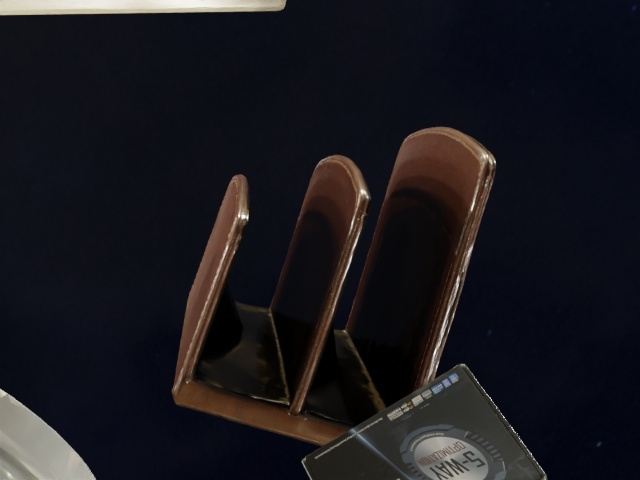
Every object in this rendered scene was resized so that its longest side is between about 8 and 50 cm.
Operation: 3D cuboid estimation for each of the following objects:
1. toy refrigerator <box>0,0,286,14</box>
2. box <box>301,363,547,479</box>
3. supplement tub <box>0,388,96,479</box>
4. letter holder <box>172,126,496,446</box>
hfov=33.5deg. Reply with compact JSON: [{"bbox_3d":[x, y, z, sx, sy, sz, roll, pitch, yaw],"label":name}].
[{"bbox_3d":[-0.141,-0.192,0.623,0.094,0.102,0.270,25,-154,38],"label":"toy refrigerator"},{"bbox_3d":[0.043,0.099,0.444,0.083,0.018,0.067,-30,-133,-3],"label":"box"},{"bbox_3d":[-0.316,0.254,0.676,0.241,0.241,0.331,26,-126,11],"label":"supplement tub"},{"bbox_3d":[0.000,0.000,0.780,0.152,0.302,0.214,17,-84,-8],"label":"letter holder"}]
